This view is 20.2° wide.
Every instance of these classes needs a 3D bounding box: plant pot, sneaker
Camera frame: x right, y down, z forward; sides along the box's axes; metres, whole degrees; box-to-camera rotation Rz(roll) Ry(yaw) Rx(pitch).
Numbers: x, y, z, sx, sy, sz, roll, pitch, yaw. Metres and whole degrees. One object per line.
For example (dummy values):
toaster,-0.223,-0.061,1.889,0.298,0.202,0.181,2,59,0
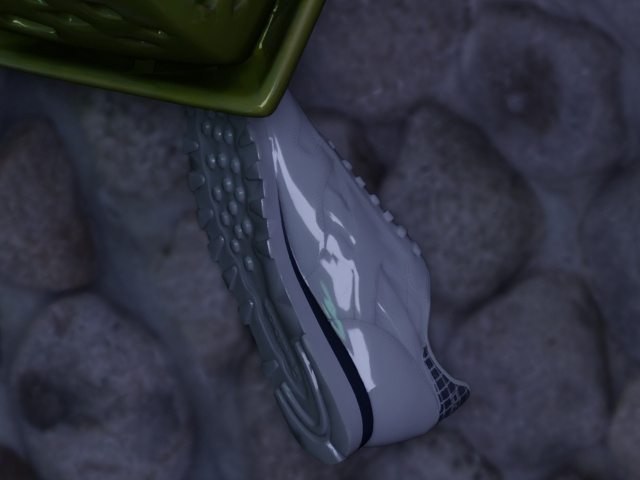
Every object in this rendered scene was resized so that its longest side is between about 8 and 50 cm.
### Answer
plant pot,-0.099,-0.193,0.891,0.228,0.207,0.227,13,73,31
sneaker,0.000,0.000,0.976,0.094,0.090,0.235,-18,85,-24
